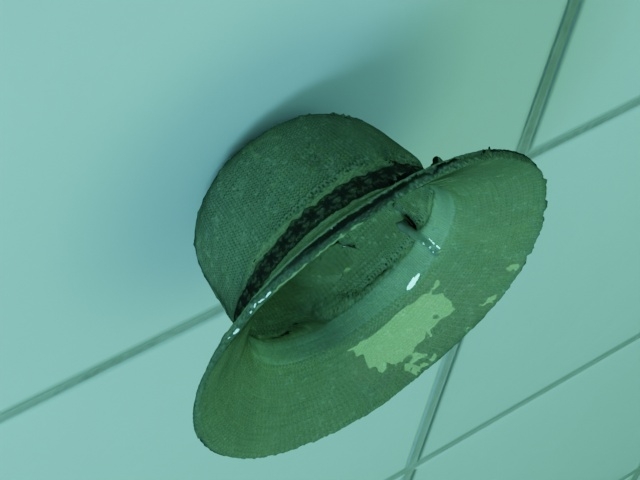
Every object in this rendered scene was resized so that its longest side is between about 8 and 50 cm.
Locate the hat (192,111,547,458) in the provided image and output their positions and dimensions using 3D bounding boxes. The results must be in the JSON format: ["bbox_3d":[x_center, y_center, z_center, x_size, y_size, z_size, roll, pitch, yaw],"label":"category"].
[{"bbox_3d":[0.000,0.000,0.951,0.257,0.130,0.257,-30,154,-16],"label":"hat"}]
